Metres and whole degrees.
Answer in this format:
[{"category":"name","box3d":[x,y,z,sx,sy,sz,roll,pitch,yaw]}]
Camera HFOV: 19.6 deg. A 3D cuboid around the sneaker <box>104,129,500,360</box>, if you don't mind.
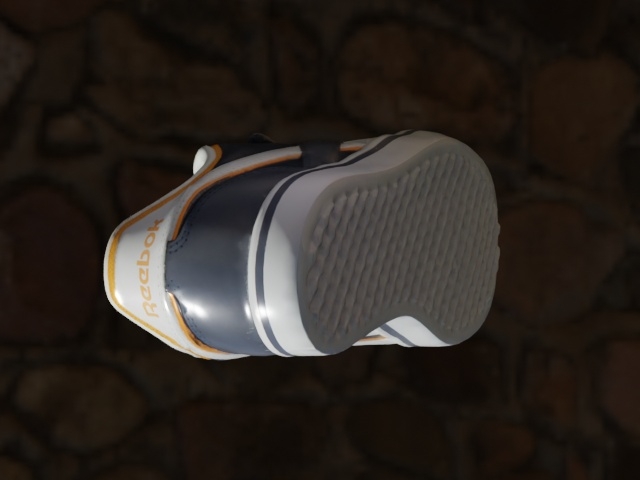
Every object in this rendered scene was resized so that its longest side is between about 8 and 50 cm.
[{"category":"sneaker","box3d":[0.000,0.000,1.016,0.127,0.126,0.321,1,-179,24]}]
